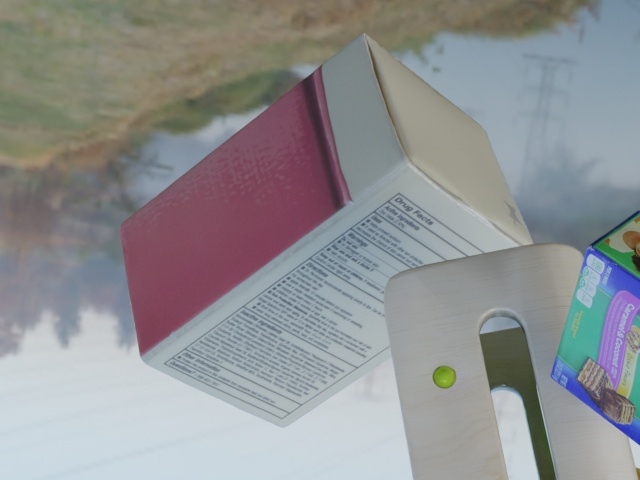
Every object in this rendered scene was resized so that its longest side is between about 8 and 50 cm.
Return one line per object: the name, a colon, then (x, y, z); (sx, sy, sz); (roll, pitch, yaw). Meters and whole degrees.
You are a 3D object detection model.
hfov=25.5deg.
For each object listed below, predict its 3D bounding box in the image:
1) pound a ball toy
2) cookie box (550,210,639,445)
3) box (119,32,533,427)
pound a ball toy: (0.119, 0.155, 0.680); (0.135, 0.319, 0.208); (-10, 154, 2)
cookie box: (0.160, 0.054, 0.619); (0.040, 0.092, 0.107); (-33, -123, -32)
box: (0.000, 0.000, 0.951); (0.232, 0.127, 0.148); (-36, 136, 22)
